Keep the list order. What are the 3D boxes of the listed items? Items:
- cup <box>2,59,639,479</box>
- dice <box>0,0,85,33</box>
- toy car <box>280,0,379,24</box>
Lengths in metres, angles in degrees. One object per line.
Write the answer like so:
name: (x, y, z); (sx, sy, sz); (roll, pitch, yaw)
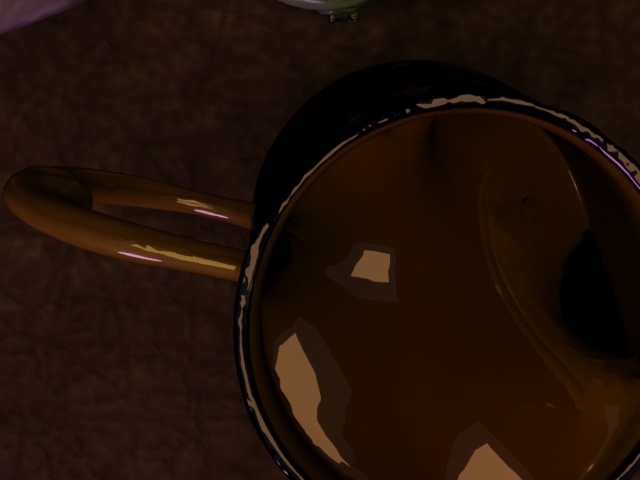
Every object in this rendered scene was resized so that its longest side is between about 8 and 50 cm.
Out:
cup: (0.017, -0.014, 0.862); (0.255, 0.256, 0.178); (38, 96, -9)
dice: (-0.207, -0.171, 0.858); (0.192, 0.193, 0.194); (-15, 102, -1)
toy car: (0.054, -0.151, 0.941); (0.186, 0.058, 0.093); (-5, 102, -2)
